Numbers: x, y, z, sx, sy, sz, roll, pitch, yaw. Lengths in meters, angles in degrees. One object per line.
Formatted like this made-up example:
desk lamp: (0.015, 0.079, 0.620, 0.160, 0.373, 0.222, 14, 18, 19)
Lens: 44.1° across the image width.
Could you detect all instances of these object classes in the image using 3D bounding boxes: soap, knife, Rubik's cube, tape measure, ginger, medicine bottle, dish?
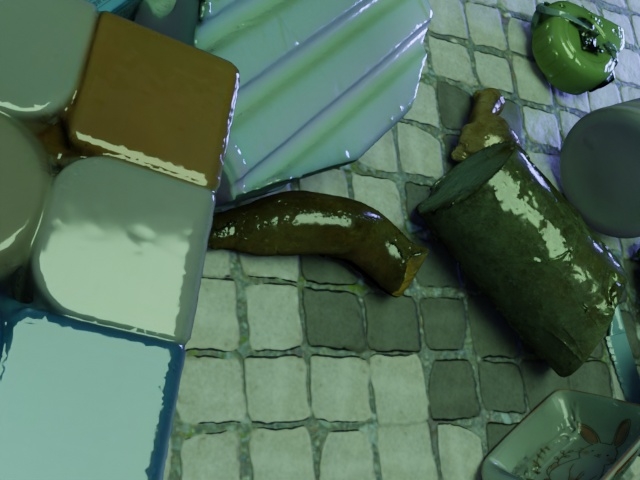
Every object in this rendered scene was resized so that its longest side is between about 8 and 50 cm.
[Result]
soap: (-0.039, -0.208, 0.904, 0.446, 0.156, 0.261, -48, 119, -42)
knife: (0.445, 0.149, 1.180, 0.044, 0.019, 0.313, -8, 76, -25)
Rubik's cube: (-0.298, 0.020, 0.596, 0.344, 0.346, 0.347, 18, 63, -24)
tape measure: (0.422, -0.318, 1.306, 0.177, 0.087, 0.154, 17, 64, -22)
ginger: (0.254, -0.158, 1.155, 0.096, 0.067, 0.165, 22, 59, 3)
medicine bottle: (0.549, -0.134, 1.238, 0.315, 0.202, 0.202, -17, 81, -33)
dish: (0.307, 0.280, 0.985, 0.234, 0.154, 0.064, -28, 112, -35)

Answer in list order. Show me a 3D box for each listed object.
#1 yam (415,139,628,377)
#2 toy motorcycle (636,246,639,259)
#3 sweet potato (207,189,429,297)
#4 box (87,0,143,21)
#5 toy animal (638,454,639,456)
yam: (0.280, 0.021, 1.049, 0.304, 0.168, 0.168, 48, 55, -4)
toy motorcycle: (0.545, 0.053, 1.228, 0.106, 0.074, 0.190, 35, 34, -21)
sweet potato: (0.003, -0.002, 0.938, 0.285, 0.085, 0.112, 10, 71, -26)
box: (-0.288, -0.203, 0.810, 0.083, 0.142, 0.232, 44, 56, -8)
toy animal: (0.507, 0.264, 1.119, 0.217, 0.073, 0.176, 47, 73, -8)
